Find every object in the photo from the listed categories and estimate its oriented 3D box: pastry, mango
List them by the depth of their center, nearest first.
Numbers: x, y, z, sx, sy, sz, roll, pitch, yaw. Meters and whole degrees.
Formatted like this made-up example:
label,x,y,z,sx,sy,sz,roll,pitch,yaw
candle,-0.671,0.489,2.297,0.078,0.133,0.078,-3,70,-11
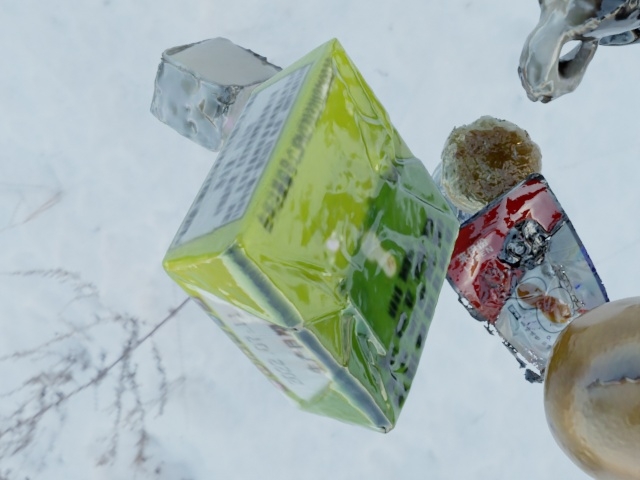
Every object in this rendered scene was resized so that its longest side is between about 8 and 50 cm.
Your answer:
label,x,y,z,sx,sy,sz,roll,pitch,yaw
mango,0.264,0.111,0.758,0.236,0.136,0.166,-1,148,39
pastry,0.244,-0.105,1.551,0.153,0.081,0.153,-2,70,5

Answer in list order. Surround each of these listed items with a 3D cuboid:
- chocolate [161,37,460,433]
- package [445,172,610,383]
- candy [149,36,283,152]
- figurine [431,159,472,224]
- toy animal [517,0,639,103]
label,x,y,z,sx,sy,sz,roll,pitch,yaw
chocolate,0.000,0.000,1.125,0.137,0.301,0.289,-10,132,36
package,0.298,0.063,1.507,0.194,0.071,0.269,-38,92,-5
candy,-0.168,-0.249,1.840,0.184,0.195,0.137,30,123,23
figurine,0.251,-0.079,1.870,0.205,0.382,0.225,-10,84,27
toy animal,0.380,-0.290,1.253,0.194,0.344,0.303,44,123,43
